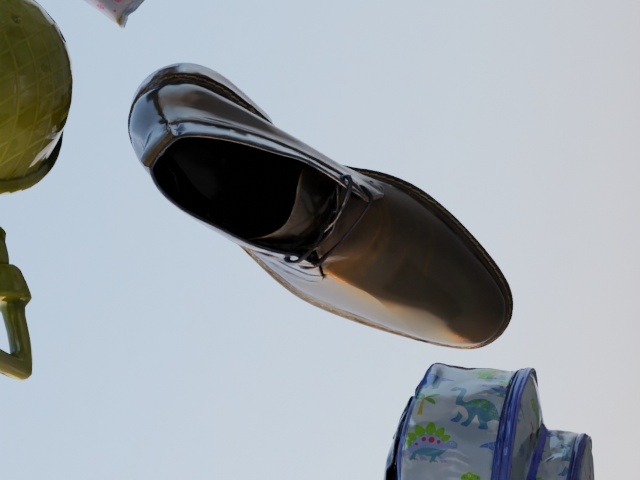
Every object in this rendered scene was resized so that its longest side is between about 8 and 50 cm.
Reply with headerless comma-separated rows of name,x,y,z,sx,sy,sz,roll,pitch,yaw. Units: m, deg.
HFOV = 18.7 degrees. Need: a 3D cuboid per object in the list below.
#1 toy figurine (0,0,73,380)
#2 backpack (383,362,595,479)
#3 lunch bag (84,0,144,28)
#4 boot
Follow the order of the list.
toy figurine,-0.170,-0.123,0.614,0.362,0.217,0.191,26,-142,-35
backpack,0.072,0.111,0.810,0.105,0.084,0.114,-61,-30,-62
lunch bag,-0.118,-0.159,1.041,0.053,0.071,0.083,-50,12,13
boot,0.000,0.000,0.922,0.082,0.219,0.106,-57,9,12
